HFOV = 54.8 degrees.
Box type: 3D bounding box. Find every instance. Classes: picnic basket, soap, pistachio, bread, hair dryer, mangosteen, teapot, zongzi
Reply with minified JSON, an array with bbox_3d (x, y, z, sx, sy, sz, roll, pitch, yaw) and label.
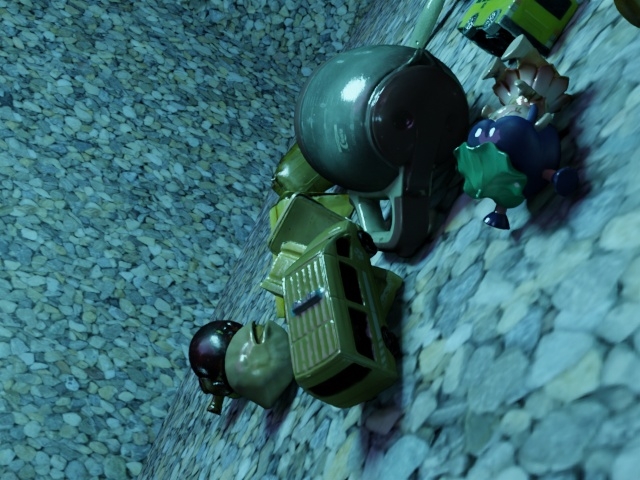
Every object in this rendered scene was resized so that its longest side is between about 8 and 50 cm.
[{"bbox_3d":[0.000,0.000,1.072,0.115,0.164,0.079,-60,3,6],"label":"picnic basket"},{"bbox_3d":[0.008,0.064,0.927,0.252,0.037,0.092,15,74,50],"label":"soap"},{"bbox_3d":[-0.106,0.214,1.113,0.223,0.126,0.153,-107,12,-74],"label":"pistachio"},{"bbox_3d":[-0.013,0.033,1.339,0.167,0.163,0.264,161,105,-71],"label":"bread"},{"bbox_3d":[0.292,-0.599,1.441,0.296,0.118,0.298,-60,-2,-28],"label":"hair dryer"},{"bbox_3d":[-0.212,0.264,1.355,0.173,0.172,0.184,-77,1,-53],"label":"mangosteen"},{"bbox_3d":[0.099,-0.137,0.924,0.312,0.233,0.315,-139,49,-73],"label":"teapot"},{"bbox_3d":[-0.013,-0.174,1.539,0.274,0.145,0.300,-45,-3,-16],"label":"zongzi"}]

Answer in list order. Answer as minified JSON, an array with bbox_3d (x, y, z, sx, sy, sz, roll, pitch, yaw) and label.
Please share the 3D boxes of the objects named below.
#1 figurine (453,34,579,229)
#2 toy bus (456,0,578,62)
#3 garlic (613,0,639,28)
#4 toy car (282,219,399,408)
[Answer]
[{"bbox_3d":[0.209,-0.115,0.639,0.195,0.102,0.111,-63,9,-26],"label":"figurine"},{"bbox_3d":[0.267,-0.309,0.858,0.101,0.088,0.175,-57,15,11],"label":"toy bus"},{"bbox_3d":[0.304,-0.250,0.530,0.207,0.128,0.115,-69,-29,-44],"label":"garlic"},{"bbox_3d":[0.015,0.074,0.783,0.101,0.124,0.257,-35,44,26],"label":"toy car"}]
